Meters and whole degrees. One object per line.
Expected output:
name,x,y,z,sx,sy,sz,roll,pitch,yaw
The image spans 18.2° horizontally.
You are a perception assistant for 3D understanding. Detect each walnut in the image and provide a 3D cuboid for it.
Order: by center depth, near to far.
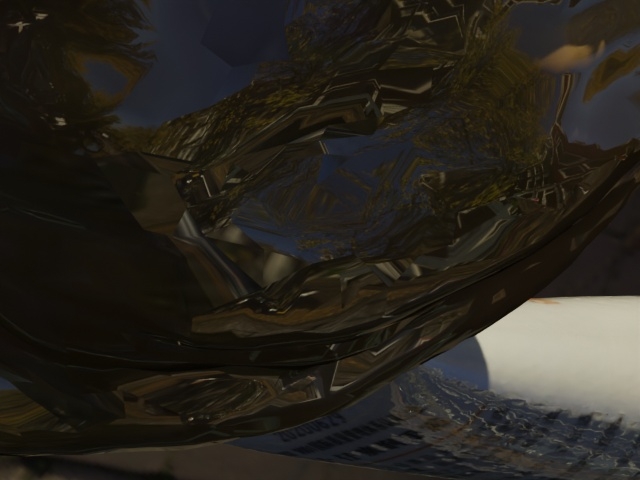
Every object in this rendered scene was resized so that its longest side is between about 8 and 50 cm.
walnut,-0.064,-0.127,0.480,0.384,0.383,0.383,-9,107,-30

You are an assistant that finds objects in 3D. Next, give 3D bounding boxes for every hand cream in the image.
hand cream,0.081,0.067,0.830,0.314,0.140,0.089,4,71,-42
